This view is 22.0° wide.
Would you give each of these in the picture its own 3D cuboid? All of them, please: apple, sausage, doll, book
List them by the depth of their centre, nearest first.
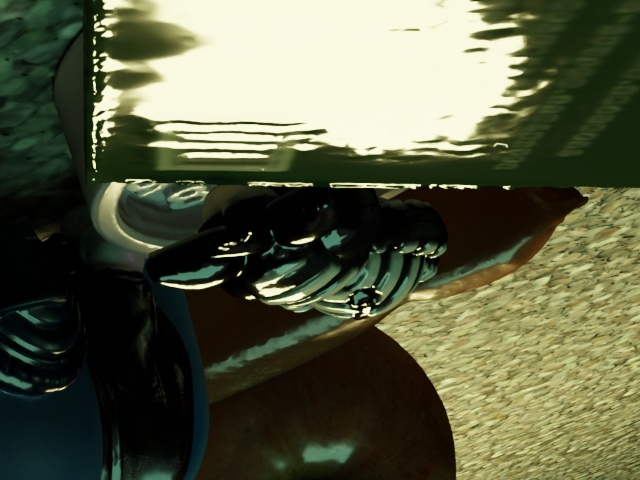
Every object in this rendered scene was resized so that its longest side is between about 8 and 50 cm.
[{"bbox_3d":[0.107,-0.063,0.547,0.371,0.043,0.260,0,167,-8],"label":"book"},{"bbox_3d":[0.000,0.000,0.758,0.091,0.067,0.219,-22,168,17],"label":"doll"},{"bbox_3d":[-0.196,0.094,0.794,0.284,0.240,0.310,-41,159,22],"label":"doll"},{"bbox_3d":[-0.009,0.024,0.994,0.348,0.094,0.097,-24,-178,10],"label":"sausage"},{"bbox_3d":[-0.029,0.169,1.142,0.254,0.253,0.253,-17,162,-6],"label":"apple"}]

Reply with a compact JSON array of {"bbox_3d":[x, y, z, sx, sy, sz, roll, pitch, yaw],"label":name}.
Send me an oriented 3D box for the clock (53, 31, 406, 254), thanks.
[{"bbox_3d":[-0.020,-0.064,0.766,0.197,0.068,0.197,-17,161,-6],"label":"clock"}]
